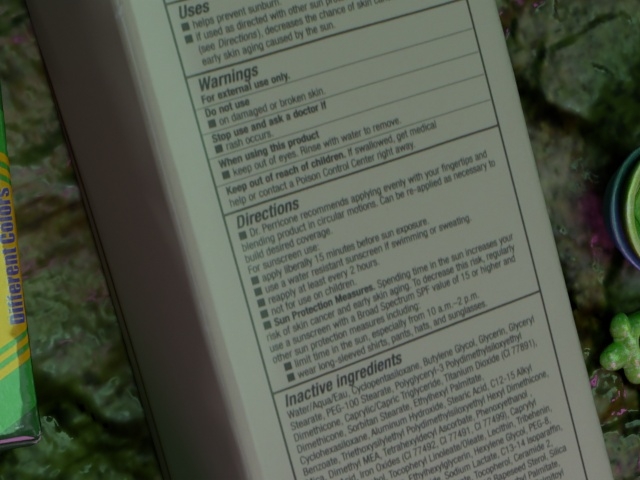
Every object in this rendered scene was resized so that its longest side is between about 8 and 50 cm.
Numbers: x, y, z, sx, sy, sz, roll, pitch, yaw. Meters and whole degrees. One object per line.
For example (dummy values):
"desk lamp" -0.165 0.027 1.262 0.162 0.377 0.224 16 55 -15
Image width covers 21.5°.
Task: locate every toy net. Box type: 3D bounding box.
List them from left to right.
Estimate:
"toy net" 0.237 -0.003 0.840 0.232 0.045 0.122 -12 96 -26

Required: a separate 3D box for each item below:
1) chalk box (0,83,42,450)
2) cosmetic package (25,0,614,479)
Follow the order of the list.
"chalk box" -0.219 0.017 0.564 0.213 0.132 0.132 -9 94 -26
"cosmetic package" 0.000 0.000 0.685 0.160 0.113 0.309 -18 98 -25
